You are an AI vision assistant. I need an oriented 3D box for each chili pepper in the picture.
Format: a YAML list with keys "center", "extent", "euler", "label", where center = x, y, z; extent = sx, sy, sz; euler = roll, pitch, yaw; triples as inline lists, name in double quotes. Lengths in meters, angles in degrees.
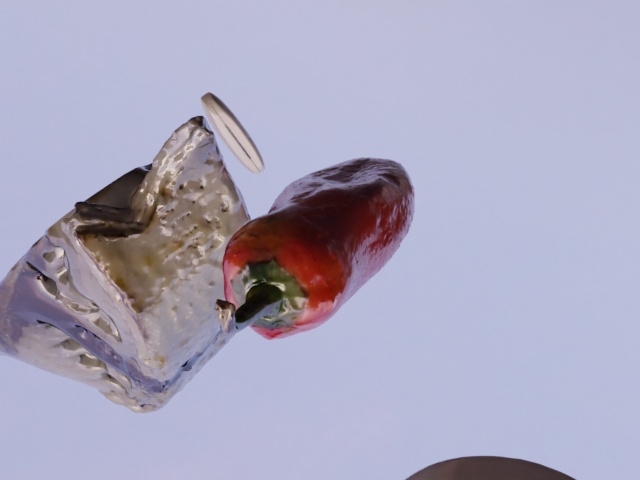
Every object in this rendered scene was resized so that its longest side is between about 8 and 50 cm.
- center: [-0.001, 0.001, 0.450]
  extent: [0.059, 0.050, 0.191]
  euler: [-13, -166, 27]
  label: "chili pepper"

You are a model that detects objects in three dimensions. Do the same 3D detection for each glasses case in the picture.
- center: [-0.072, -0.087, 0.918]
  extent: [0.083, 0.021, 0.032]
  euler: [54, -179, -36]
  label: "glasses case"

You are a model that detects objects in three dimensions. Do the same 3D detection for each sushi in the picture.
- center: [-0.083, 0.027, 0.583]
  extent: [0.134, 0.273, 0.109]
  euler: [-38, -86, -35]
  label: "sushi"

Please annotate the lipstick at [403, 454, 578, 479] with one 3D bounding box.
- center: [0.007, 0.168, 0.193]
  extent: [0.087, 0.087, 0.327]
  euler: [26, -149, 6]
  label: "lipstick"
